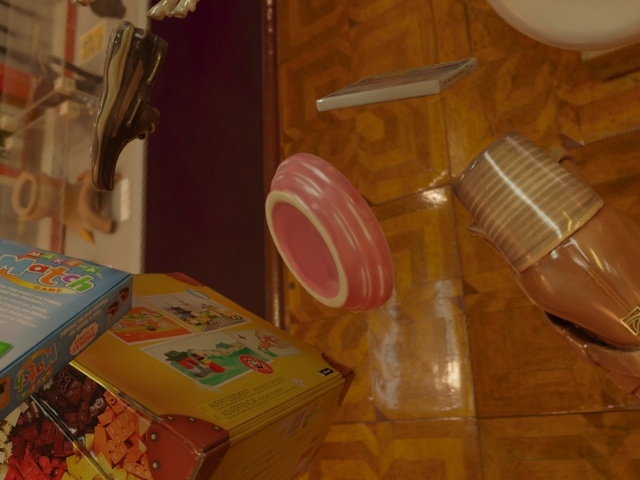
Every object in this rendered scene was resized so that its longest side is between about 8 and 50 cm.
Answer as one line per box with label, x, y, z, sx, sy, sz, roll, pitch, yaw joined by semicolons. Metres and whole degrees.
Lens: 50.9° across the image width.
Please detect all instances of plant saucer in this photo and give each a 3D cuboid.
plant saucer;0.000;0.000;1.266;0.332;0.084;0.332;43;151;31

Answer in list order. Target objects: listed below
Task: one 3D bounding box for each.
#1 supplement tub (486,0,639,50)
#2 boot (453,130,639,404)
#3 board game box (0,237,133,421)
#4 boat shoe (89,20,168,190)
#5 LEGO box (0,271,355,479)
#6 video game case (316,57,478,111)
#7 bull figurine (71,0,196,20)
supplement tub;0.300;-0.362;0.666;0.235;0.235;0.325;-4;36;40
boot;0.217;0.030;0.504;0.109;0.283;0.220;-42;73;11
board game box;-0.247;0.058;0.435;0.160;0.211;0.039;14;116;12
boat shoe;-0.393;-0.260;1.379;0.132;0.130;0.355;-121;45;-59
LEGO box;-0.217;0.205;0.900;0.372;0.500;0.193;26;97;19
video game case;0.129;-0.256;1.105;0.212;0.193;0.023;-2;112;32
bull figurine;-0.277;-0.403;0.883;0.310;0.101;0.188;10;97;2
